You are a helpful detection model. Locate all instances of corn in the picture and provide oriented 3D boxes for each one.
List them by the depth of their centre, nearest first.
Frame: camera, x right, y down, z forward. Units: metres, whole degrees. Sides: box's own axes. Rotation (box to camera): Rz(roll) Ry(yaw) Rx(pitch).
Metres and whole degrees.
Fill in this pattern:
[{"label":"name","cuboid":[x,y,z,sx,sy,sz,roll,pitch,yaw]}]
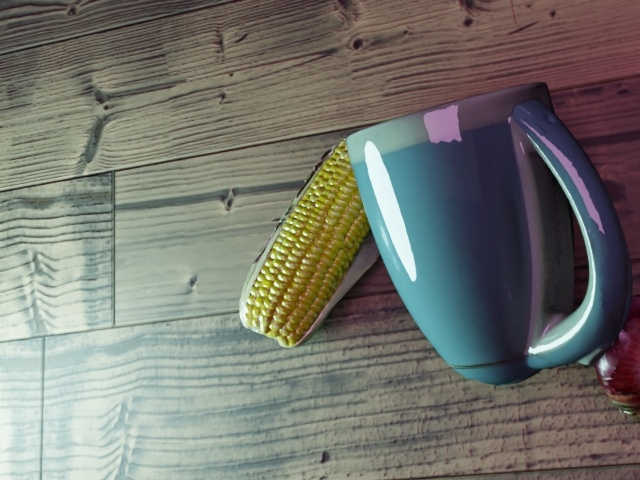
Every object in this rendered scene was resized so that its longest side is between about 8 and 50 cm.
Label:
[{"label":"corn","cuboid":[0.000,0.001,1.215,0.123,0.122,0.305,26,82,50]}]

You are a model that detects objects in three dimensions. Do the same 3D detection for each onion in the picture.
[{"label":"onion","cuboid":[0.361,0.133,1.064,0.140,0.150,0.150,8,76,57]}]

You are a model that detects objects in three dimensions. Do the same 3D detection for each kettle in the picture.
[{"label":"kettle","cuboid":[0.211,0.002,1.048,0.319,0.247,0.342,-14,92,57]}]
